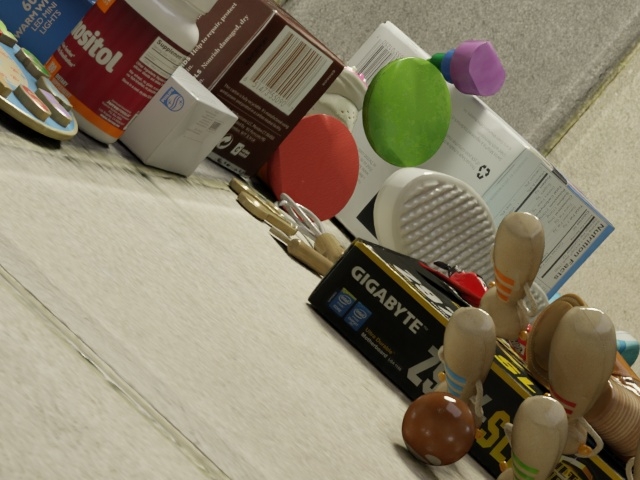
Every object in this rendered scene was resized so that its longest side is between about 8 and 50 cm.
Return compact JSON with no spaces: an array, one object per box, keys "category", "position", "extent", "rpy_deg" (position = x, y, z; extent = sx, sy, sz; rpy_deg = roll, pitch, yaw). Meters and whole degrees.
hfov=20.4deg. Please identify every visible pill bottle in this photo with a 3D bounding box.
[{"category":"pill bottle","position":[-0.156,-0.160,1.444],"extent":[0.086,0.152,0.086],"rpy_deg":[40,6,-5]}]

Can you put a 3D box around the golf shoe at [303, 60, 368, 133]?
[{"category":"golf shoe","position":[-0.098,-0.183,2.158],"extent":[0.306,0.140,0.115],"rpy_deg":[18,-7,12]}]

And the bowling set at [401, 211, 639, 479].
[{"category":"bowling set","position":[0.138,0.132,1.351],"extent":[0.154,0.199,0.287],"rpy_deg":[95,-28,-48]}]

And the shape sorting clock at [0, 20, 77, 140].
[{"category":"shape sorting clock","position":[-0.254,-0.148,1.292],"extent":[0.206,0.040,0.206],"rpy_deg":[40,7,-5]}]

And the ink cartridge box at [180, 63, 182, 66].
[{"category":"ink cartridge box","position":[-0.239,-0.314,1.722],"extent":[0.296,0.066,0.261],"rpy_deg":[43,-35,27]}]

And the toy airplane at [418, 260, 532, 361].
[{"category":"toy airplane","position":[0.155,0.059,1.639],"extent":[0.151,0.028,0.151],"rpy_deg":[40,6,-5]}]

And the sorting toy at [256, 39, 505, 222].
[{"category":"sorting toy","position":[0.050,-0.143,2.062],"extent":[0.126,0.365,0.127],"rpy_deg":[11,-54,50]}]

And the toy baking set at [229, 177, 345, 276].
[{"category":"toy baking set","position":[0.004,0.004,1.806],"extent":[0.197,0.030,0.256],"rpy_deg":[43,7,24]}]

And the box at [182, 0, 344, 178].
[{"category":"box","position":[-0.120,-0.205,1.888],"extent":[0.203,0.167,0.168],"rpy_deg":[44,8,31]}]

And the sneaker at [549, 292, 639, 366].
[{"category":"sneaker","position":[0.322,0.116,2.485],"extent":[0.208,0.127,0.319],"rpy_deg":[45,7,25]}]

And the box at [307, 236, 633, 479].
[{"category":"box","position":[0.155,0.137,1.587],"extent":[0.322,0.079,0.257],"rpy_deg":[43,8,16]}]

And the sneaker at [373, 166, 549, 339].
[{"category":"sneaker","position":[0.117,0.028,1.916],"extent":[0.150,0.135,0.366],"rpy_deg":[21,-19,36]}]

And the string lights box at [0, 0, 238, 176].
[{"category":"string lights box","position":[-0.204,-0.174,1.592],"extent":[0.259,0.077,0.133],"rpy_deg":[42,6,12]}]

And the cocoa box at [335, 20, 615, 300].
[{"category":"cocoa box","position":[0.153,-0.067,2.248],"extent":[0.228,0.231,0.347],"rpy_deg":[36,8,-44]}]

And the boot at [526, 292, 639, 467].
[{"category":"boot","position":[0.262,0.140,1.547],"extent":[0.152,0.073,0.197],"rpy_deg":[37,20,-27]}]
